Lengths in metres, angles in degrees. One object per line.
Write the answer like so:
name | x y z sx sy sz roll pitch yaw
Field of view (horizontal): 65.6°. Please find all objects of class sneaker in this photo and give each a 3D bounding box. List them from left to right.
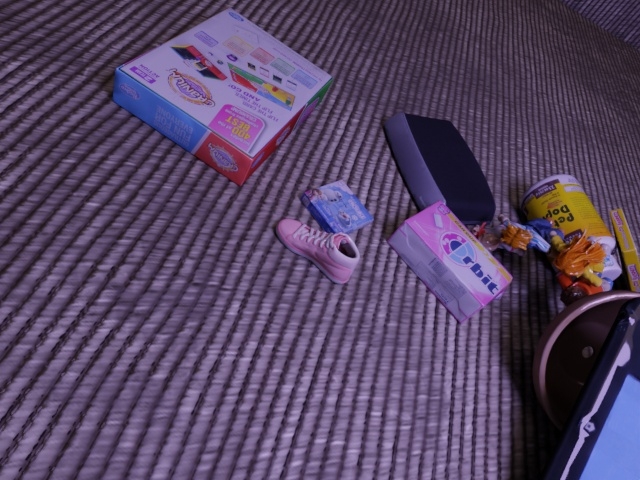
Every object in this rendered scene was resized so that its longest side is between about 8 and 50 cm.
sneaker | 0.000 0.000 0.718 0.134 0.070 0.051 39 49 5

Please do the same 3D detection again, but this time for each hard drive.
hard drive | 0.235 -0.146 0.970 0.172 0.054 0.254 2 55 -27

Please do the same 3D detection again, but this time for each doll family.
doll family | 0.383 0.007 0.836 0.163 0.118 0.263 -11 39 -43

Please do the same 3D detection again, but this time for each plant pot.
plant pot | 0.425 0.183 0.743 0.237 0.237 0.110 32 7 -3

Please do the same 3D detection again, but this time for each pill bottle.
pill bottle | 0.483 -0.015 0.958 0.117 0.117 0.214 4 54 -26

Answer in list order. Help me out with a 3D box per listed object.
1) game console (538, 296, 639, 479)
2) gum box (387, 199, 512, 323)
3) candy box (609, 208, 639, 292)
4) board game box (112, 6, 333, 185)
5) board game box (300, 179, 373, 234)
game console | 0.454 0.314 0.611 0.342 0.060 0.386 35 76 -2
gum box | 0.215 0.035 0.812 0.107 0.062 0.188 -28 71 -40
candy box | 0.598 0.043 0.961 0.206 0.027 0.105 52 37 -36
board game box | -0.147 -0.260 0.845 0.242 0.064 0.316 34 47 -1
board game box | 0.028 -0.051 0.807 0.090 0.020 0.090 -23 69 -40
